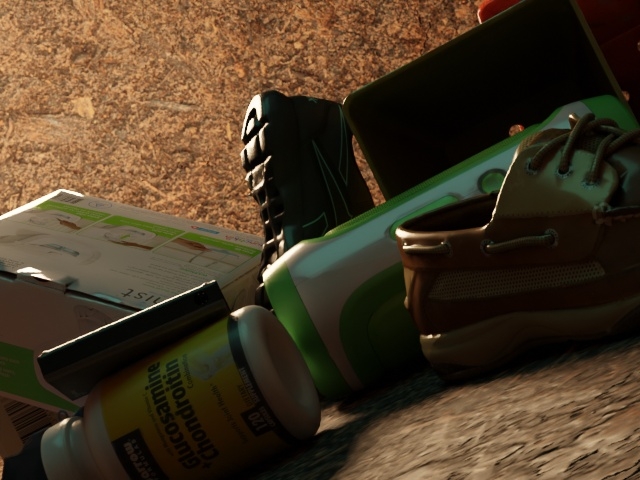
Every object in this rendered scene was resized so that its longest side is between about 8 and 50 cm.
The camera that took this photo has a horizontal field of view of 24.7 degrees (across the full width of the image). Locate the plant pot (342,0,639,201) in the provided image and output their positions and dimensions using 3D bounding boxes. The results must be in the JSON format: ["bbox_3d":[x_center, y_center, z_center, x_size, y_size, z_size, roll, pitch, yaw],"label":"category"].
[{"bbox_3d":[0.176,-0.065,1.274,0.212,0.212,0.187,-27,-11,14],"label":"plant pot"}]

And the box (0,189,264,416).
[{"bbox_3d":[-0.196,0.058,1.351,0.262,0.126,0.231,13,22,20],"label":"box"}]

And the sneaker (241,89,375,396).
[{"bbox_3d":[0.000,0.000,1.243,0.106,0.267,0.101,0,-11,-22],"label":"sneaker"}]

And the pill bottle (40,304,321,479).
[{"bbox_3d":[-0.100,0.127,1.031,0.184,0.103,0.103,-28,1,12],"label":"pill bottle"}]

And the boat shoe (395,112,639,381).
[{"bbox_3d":[0.152,-0.010,0.855,0.122,0.120,0.324,-29,1,-42],"label":"boat shoe"}]

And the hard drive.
[{"bbox_3d":[-0.129,0.073,1.050,0.135,0.022,0.094,-23,-15,-3],"label":"hard drive"}]

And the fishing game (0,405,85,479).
[{"bbox_3d":[-0.171,0.160,1.161,0.264,0.041,0.189,-29,-28,-4],"label":"fishing game"}]

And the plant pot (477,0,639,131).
[{"bbox_3d":[0.413,-0.239,1.975,0.267,0.267,0.236,-27,-19,28],"label":"plant pot"}]

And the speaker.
[{"bbox_3d":[0.111,0.005,1.107,0.296,0.131,0.131,-27,1,3],"label":"speaker"}]

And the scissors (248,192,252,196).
[{"bbox_3d":[0.079,-0.015,1.366,0.297,0.109,0.021,3,-57,-38],"label":"scissors"}]

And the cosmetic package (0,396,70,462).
[{"bbox_3d":[-0.232,0.156,1.579,0.113,0.160,0.309,-28,0,20],"label":"cosmetic package"}]
